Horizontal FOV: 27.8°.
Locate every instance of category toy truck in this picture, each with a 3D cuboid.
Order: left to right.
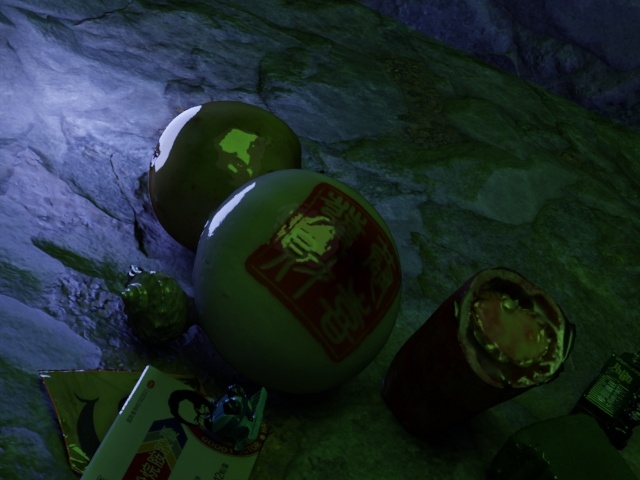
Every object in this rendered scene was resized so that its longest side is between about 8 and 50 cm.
[{"bbox_3d":[-0.123,0.249,1.933,0.074,0.063,0.136,42,26,-15],"label":"toy truck"},{"bbox_3d":[0.571,0.300,2.466,0.121,0.088,0.259,35,34,14],"label":"toy truck"}]

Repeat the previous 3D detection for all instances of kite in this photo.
[{"bbox_3d":[-0.256,0.284,1.958,0.377,0.013,0.327,32,32,7],"label":"kite"}]

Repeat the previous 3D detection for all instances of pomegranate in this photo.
[{"bbox_3d":[-0.152,-0.107,2.349,0.319,0.319,0.319,19,32,-12],"label":"pomegranate"}]

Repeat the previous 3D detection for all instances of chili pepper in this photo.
[{"bbox_3d":[0.257,0.214,2.208,0.229,0.305,0.251,32,44,-6],"label":"chili pepper"}]

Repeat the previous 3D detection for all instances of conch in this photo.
[{"bbox_3d":[-0.255,0.099,2.123,0.207,0.130,0.155,13,44,-49],"label":"conch"}]

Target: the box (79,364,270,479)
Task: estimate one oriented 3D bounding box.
[{"bbox_3d":[-0.218,0.339,1.840,0.214,0.069,0.353,27,30,-2],"label":"box"}]

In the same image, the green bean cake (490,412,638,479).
[{"bbox_3d":[0.421,0.412,2.158,0.222,0.125,0.227,-3,43,-42],"label":"green bean cake"}]

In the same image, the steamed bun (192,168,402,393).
[{"bbox_3d":[-0.016,0.064,2.112,0.374,0.241,0.374,5,81,-36],"label":"steamed bun"}]
